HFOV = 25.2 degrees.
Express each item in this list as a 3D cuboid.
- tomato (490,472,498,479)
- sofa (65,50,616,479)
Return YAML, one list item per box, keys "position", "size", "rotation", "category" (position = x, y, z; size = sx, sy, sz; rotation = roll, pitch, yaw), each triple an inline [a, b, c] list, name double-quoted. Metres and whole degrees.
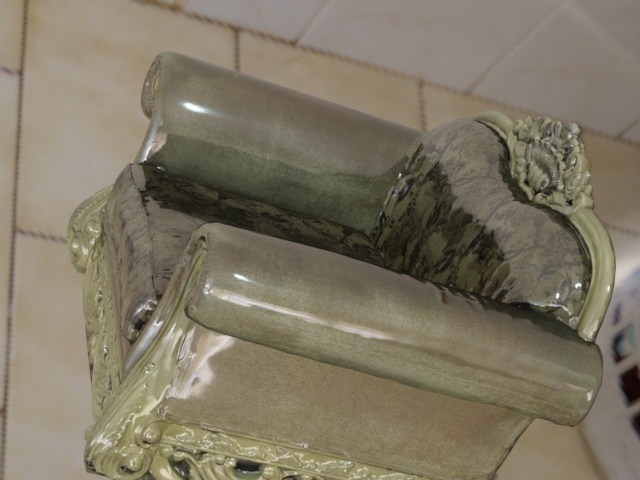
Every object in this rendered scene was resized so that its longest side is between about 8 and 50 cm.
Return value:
- position: [0.038, 0.172, 1.060]
  size: [0.188, 0.232, 0.232]
  rotation: [2, 54, 10]
  category: "tomato"
- position: [0.000, 0.000, 0.676]
  size: [0.200, 0.182, 0.258]
  rotation: [15, 22, -18]
  category: "sofa"
